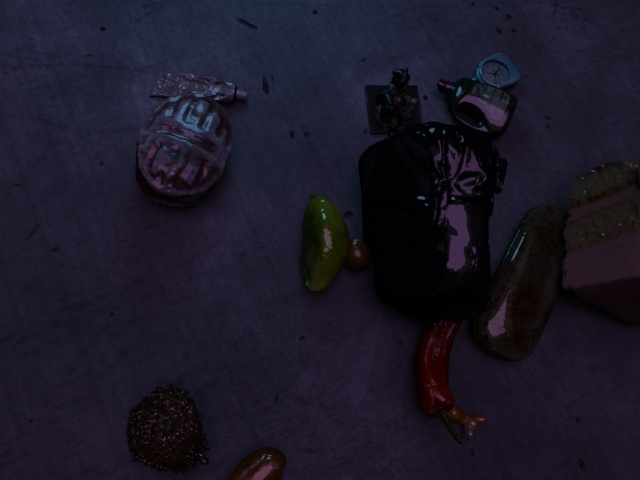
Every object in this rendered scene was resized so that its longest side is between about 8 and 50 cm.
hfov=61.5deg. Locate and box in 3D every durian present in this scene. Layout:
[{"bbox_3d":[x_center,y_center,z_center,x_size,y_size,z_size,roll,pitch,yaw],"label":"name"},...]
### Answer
[{"bbox_3d":[0.000,0.000,1.290,0.101,0.139,0.250,12,75,-47],"label":"durian"},{"bbox_3d":[-0.302,0.394,1.099,0.196,0.196,0.167,38,70,6],"label":"durian"}]

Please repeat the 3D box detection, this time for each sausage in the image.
[{"bbox_3d":[-0.173,0.546,1.113,0.109,0.109,0.270,37,72,6],"label":"sausage"}]

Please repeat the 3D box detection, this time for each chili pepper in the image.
[{"bbox_3d":[0.284,0.267,1.238,0.137,0.092,0.368,-6,60,36],"label":"chili pepper"}]

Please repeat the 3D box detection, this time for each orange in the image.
[{"bbox_3d":[0.091,0.033,1.320,0.085,0.085,0.085,2,72,-6],"label":"orange"}]

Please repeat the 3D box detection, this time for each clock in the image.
[{"bbox_3d":[0.491,-0.470,1.546,0.147,0.045,0.108,-27,76,-13],"label":"clock"}]

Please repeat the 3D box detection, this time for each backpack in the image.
[{"bbox_3d":[0.250,-0.030,1.231,0.255,0.363,0.445,11,75,-35],"label":"backpack"}]

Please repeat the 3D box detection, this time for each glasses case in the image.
[{"bbox_3d":[0.516,0.098,1.334,0.156,0.098,0.425,34,71,-3],"label":"glasses case"}]

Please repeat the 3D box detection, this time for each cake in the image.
[{"bbox_3d":[0.760,0.007,1.249,0.314,0.293,0.306,23,70,-18],"label":"cake"}]

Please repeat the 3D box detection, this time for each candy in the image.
[{"bbox_3d":[-0.334,-0.218,1.314,0.214,0.157,0.289,24,64,-13],"label":"candy"}]

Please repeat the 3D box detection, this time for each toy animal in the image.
[{"bbox_3d":[0.329,0.406,1.229,0.083,0.081,0.060,26,67,24],"label":"toy animal"}]

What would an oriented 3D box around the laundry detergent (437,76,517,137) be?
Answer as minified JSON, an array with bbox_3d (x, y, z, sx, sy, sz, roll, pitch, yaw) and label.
[{"bbox_3d":[0.420,-0.378,1.491,0.222,0.078,0.144,23,81,2],"label":"laundry detergent"}]

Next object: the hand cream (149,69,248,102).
[{"bbox_3d":[-0.321,-0.404,1.435,0.257,0.050,0.084,10,74,0],"label":"hand cream"}]

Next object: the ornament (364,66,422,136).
[{"bbox_3d":[0.213,-0.384,1.409,0.153,0.196,0.166,-3,74,-7],"label":"ornament"}]
